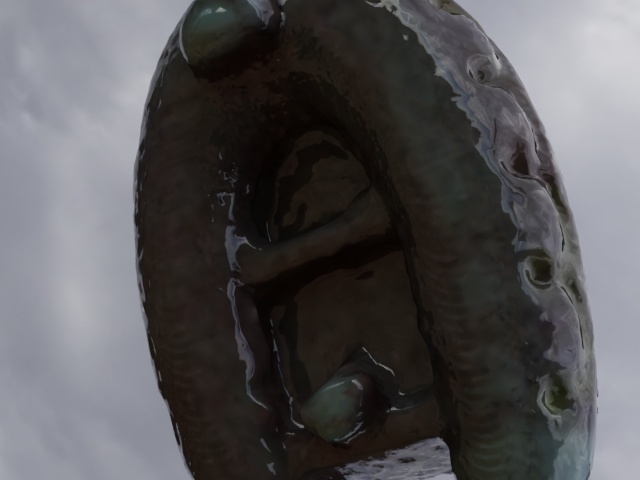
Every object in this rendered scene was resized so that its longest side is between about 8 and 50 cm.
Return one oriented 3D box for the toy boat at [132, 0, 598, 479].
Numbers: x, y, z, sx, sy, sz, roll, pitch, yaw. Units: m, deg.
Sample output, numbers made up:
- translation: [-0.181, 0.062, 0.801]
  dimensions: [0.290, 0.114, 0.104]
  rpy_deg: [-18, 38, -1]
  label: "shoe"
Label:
- translation: [0.000, 0.000, 0.395]
  dimensions: [0.155, 0.085, 0.227]
  rpy_deg: [-23, -115, 27]
  label: "toy boat"
